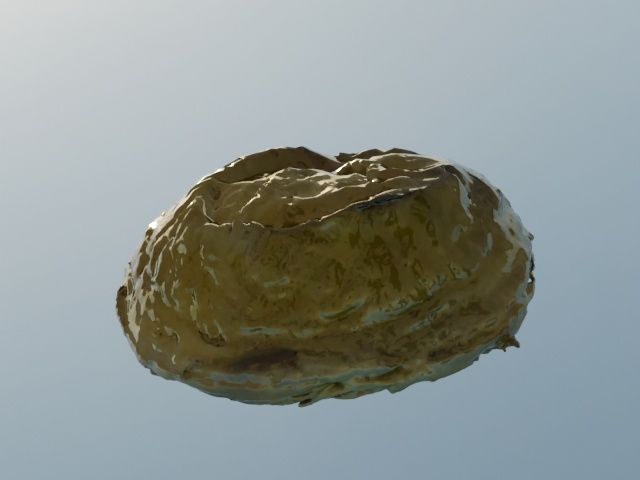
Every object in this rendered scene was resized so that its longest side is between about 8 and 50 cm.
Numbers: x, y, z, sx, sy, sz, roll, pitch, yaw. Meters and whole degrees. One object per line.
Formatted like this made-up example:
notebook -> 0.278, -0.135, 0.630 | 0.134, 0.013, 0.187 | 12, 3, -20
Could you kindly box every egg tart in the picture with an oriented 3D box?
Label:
egg tart -> 0.000, 0.000, 0.823 | 0.252, 0.098, 0.232 | 10, -146, 29
